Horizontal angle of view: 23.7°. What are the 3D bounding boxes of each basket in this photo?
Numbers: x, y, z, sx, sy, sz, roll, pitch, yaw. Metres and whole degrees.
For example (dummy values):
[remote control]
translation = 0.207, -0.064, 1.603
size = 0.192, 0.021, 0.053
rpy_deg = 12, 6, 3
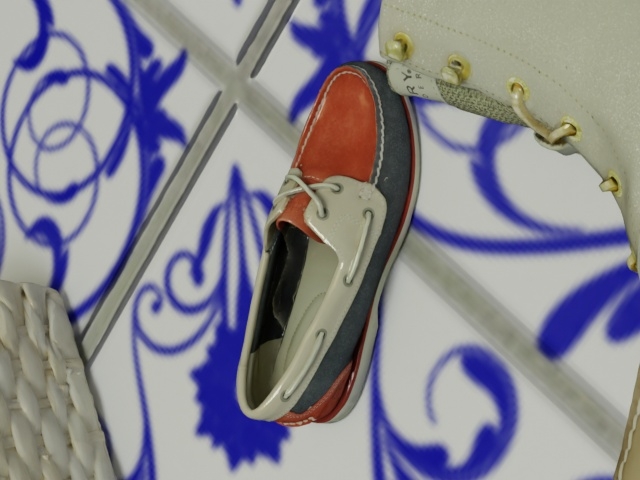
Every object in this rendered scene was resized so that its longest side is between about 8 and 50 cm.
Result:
[basket]
translation = -0.154, 0.102, 0.620
size = 0.103, 0.113, 0.167
rpy_deg = -34, 65, 29

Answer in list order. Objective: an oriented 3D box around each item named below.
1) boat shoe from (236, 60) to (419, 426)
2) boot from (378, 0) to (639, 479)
[boat shoe]
translation = 0.000, 0.000, 0.550
size = 0.049, 0.043, 0.137
rpy_deg = 13, 92, 41
[boot]
translation = 0.087, -0.026, 0.460
size = 0.165, 0.077, 0.213
rpy_deg = 17, 91, 39
